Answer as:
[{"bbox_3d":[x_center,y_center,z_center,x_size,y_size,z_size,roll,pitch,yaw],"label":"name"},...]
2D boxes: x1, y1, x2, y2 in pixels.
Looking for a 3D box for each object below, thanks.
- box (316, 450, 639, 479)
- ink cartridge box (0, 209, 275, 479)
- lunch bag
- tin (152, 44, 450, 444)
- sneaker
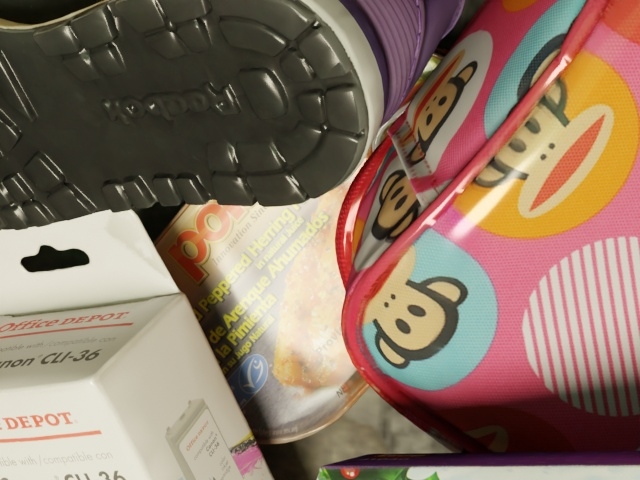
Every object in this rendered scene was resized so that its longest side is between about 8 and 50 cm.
[{"bbox_3d":[0.147,0.161,0.429,0.293,0.057,0.201,-3,86,19],"label":"box"},{"bbox_3d":[-0.090,0.090,0.607,0.115,0.067,0.198,-9,114,35],"label":"ink cartridge box"},{"bbox_3d":[0.174,-0.018,0.514,0.258,0.120,0.293,34,104,-12],"label":"lunch bag"},{"bbox_3d":[0.000,0.000,0.609,0.106,0.040,0.190,39,110,-8],"label":"tin"},{"bbox_3d":[-0.074,-0.076,0.572,0.283,0.124,0.107,5,127,33],"label":"sneaker"}]
